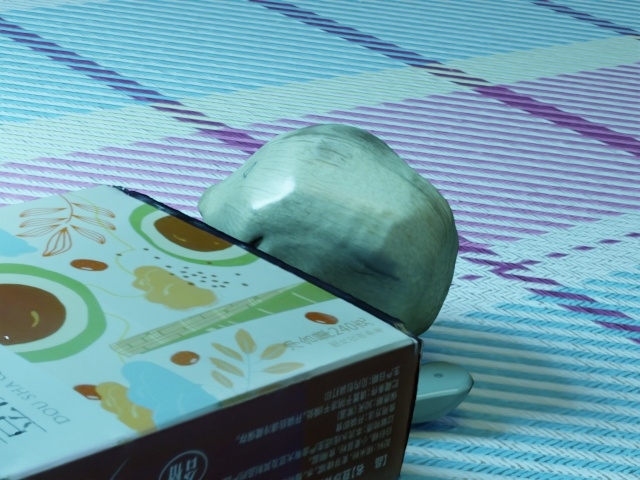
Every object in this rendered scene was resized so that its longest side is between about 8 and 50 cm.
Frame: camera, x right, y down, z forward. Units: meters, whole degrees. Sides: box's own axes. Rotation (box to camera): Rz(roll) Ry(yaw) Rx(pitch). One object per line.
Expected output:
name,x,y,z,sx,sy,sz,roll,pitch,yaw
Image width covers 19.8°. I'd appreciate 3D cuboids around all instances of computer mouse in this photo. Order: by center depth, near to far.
computer mouse,0.066,0.126,1.438,0.110,0.032,0.056,-12,25,-18

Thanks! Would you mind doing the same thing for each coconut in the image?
coconut,0.000,0.000,1.516,0.224,0.224,0.224,6,21,-2

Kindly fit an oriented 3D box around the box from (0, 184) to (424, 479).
box,-0.183,0.097,1.302,0.344,0.122,0.385,25,28,37
